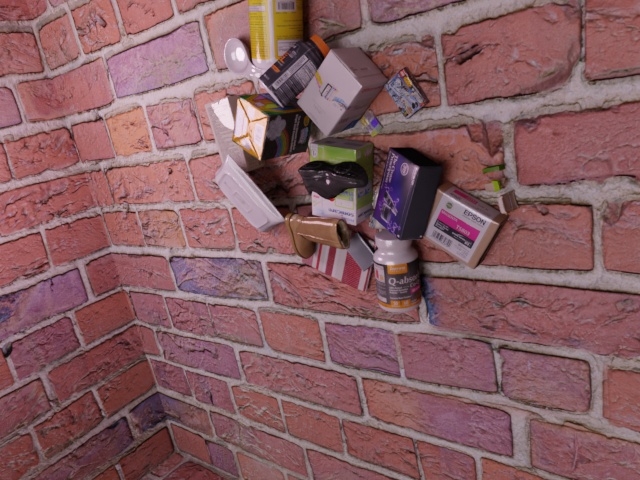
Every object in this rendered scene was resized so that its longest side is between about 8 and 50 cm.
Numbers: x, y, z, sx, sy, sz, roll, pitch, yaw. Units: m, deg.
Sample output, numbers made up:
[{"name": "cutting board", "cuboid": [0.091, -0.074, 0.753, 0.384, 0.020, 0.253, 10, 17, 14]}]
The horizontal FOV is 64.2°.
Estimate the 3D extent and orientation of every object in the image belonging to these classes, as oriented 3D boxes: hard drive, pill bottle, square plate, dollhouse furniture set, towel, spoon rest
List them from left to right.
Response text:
[{"name": "square plate", "cuboid": [-0.313, -0.175, 2.137, 0.344, 0.049, 0.347, 49, 161, -8]}, {"name": "spoon rest", "cuboid": [-0.281, -0.692, 1.987, 0.276, 0.084, 0.137, 33, 128, 23]}, {"name": "pill bottle", "cuboid": [-0.154, -0.714, 1.797, 0.188, 0.188, 0.334, 17, 120, 33]}, {"name": "pill bottle", "cuboid": [-0.078, -0.574, 1.710, 0.246, 0.130, 0.130, -42, 79, 5]}, {"name": "towel", "cuboid": [0.073, 0.045, 2.076, 0.329, 0.037, 0.237, 25, 122, 27]}, {"name": "hard drive", "cuboid": [0.159, 0.043, 1.973, 0.135, 0.022, 0.094, 52, 130, 7]}, {"name": "towel", "cuboid": [0.177, -0.410, 1.789, 0.083, 0.009, 0.060, 55, 133, 5]}, {"name": "pill bottle", "cuboid": [0.276, 0.107, 1.848, 0.162, 0.162, 0.278, 7, 115, 38]}, {"name": "dollhouse furniture set", "cuboid": [0.547, -0.154, 1.565, 0.058, 0.076, 0.151, -7, 104, 55]}]

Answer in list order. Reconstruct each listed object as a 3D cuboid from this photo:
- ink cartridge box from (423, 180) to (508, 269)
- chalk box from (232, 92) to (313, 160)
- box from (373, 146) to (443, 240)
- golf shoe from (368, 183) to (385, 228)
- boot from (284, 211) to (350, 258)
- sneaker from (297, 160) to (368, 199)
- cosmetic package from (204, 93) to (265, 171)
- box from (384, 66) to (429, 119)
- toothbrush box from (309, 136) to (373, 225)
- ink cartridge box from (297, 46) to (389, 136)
[{"name": "ink cartridge box", "cuboid": [0.458, -0.051, 1.672, 0.235, 0.088, 0.193, 35, 130, 24]}, {"name": "chalk box", "cuboid": [-0.148, -0.426, 1.863, 0.179, 0.289, 0.180, 37, 129, 30]}, {"name": "box", "cuboid": [0.285, -0.157, 1.698, 0.184, 0.103, 0.261, 45, 133, 49]}, {"name": "golf shoe", "cuboid": [0.229, -0.122, 1.860, 0.086, 0.069, 0.176, 12, 122, 13]}, {"name": "boot", "cuboid": [0.000, 0.000, 1.977, 0.269, 0.089, 0.236, 12, 141, 39]}, {"name": "sneaker", "cuboid": [0.052, -0.204, 1.776, 0.286, 0.109, 0.130, 14, 129, 42]}, {"name": "cosmetic package", "cuboid": [-0.358, -0.442, 2.149, 0.160, 0.113, 0.309, -1, 109, 41]}, {"name": "box", "cuboid": [0.279, -0.478, 1.659, 0.094, 0.027, 0.137, -34, 87, 45]}, {"name": "toothbrush box", "cuboid": [0.078, -0.223, 1.884, 0.206, 0.122, 0.283, 17, 121, 34]}, {"name": "ink cartridge box", "cuboid": [0.074, -0.503, 1.719, 0.168, 0.171, 0.232, 50, 132, 9]}]
